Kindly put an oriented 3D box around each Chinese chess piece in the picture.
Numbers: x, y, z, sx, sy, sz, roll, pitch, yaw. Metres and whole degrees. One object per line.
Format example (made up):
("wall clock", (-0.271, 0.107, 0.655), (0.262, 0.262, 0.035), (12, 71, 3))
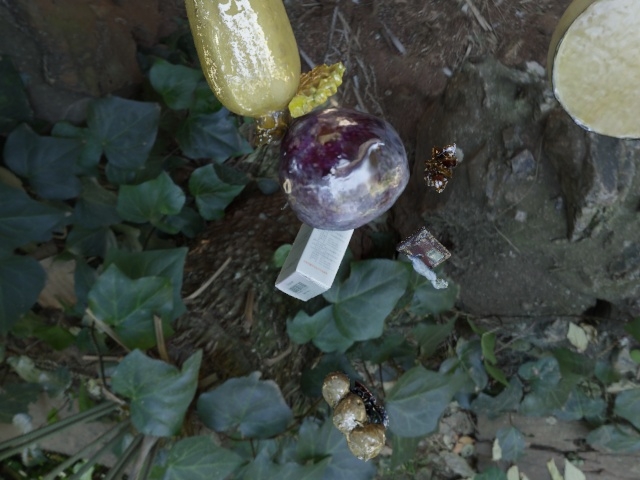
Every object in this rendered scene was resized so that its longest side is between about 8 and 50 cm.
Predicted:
("Chinese chess piece", (0.474, -0.275, 0.711), (0.257, 0.104, 0.257), (18, 139, 17))

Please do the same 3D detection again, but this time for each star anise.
("star anise", (0.369, -0.233, 1.511), (0.057, 0.168, 0.168), (6, 127, -27))

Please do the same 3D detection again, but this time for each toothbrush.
("toothbrush", (0.322, 0.098, 1.450), (0.042, 0.413, 0.035), (-5, 73, 25))

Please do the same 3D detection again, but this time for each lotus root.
("lotus root", (-0.112, -0.296, 0.717), (0.146, 0.131, 0.303), (-13, 122, 6))

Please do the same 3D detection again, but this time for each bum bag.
("bum bag", (0.309, 0.029, 1.447), (0.109, 0.026, 0.159), (-37, 127, 22))

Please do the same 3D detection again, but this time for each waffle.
("waffle", (-0.029, -0.390, 1.247), (0.229, 0.219, 0.057), (-2, 131, 45))

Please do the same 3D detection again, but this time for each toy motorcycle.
("toy motorcycle", (0.090, 0.423, 1.210), (0.213, 0.082, 0.122), (31, 126, 51))

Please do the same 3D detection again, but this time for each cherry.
("cherry", (0.033, -0.104, 0.702), (0.195, 0.195, 0.195), (8, 120, 14))

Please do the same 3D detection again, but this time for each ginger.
("ginger", (0.069, 0.393, 1.098), (0.204, 0.104, 0.080), (53, 135, 19))

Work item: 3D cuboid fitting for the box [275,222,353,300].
("box", (0.000, 0.000, 1.325), (0.106, 0.300, 0.200), (28, 156, -12))
